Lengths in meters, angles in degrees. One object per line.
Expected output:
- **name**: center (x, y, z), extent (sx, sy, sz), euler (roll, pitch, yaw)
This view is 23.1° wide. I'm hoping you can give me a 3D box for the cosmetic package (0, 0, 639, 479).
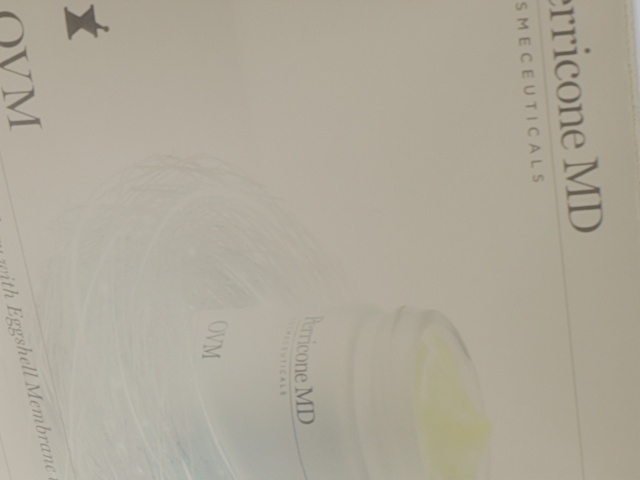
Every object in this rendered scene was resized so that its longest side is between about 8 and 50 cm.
- **cosmetic package**: center (0.000, 0.000, 0.502), extent (0.224, 0.224, 0.138), euler (-4, -158, 14)
